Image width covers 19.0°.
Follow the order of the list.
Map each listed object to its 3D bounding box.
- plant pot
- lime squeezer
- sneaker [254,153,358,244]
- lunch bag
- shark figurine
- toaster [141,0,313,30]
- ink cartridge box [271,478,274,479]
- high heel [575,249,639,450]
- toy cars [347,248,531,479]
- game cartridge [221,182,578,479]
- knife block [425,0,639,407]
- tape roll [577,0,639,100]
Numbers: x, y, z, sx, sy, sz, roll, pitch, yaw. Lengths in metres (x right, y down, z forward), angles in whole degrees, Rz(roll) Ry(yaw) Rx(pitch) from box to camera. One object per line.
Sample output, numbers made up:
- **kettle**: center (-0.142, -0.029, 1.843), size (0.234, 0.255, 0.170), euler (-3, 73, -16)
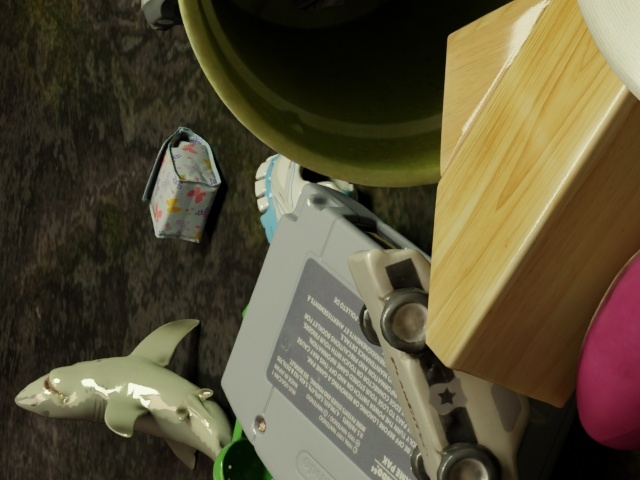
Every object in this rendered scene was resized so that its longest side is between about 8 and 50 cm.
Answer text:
- **plant pot**: center (0.024, -0.199, 1.208), size (0.254, 0.276, 0.276), euler (-128, 45, -69)
- **lime squeezer**: center (-0.029, 0.196, 1.512), size (0.110, 0.059, 0.310), euler (-41, 45, 17)
- **sneaker**: center (0.000, 0.000, 1.425), size (0.083, 0.071, 0.191), euler (-45, 50, 47)
- **lunch bag**: center (-0.125, -0.050, 1.695), size (0.083, 0.053, 0.071), euler (-106, 31, -48)
- **shark figurine**: center (-0.120, 0.179, 1.662), size (0.278, 0.166, 0.116), euler (34, 147, 40)
- **toaster**: center (-0.053, -0.251, 1.459), size (0.227, 0.129, 0.146), euler (-18, 76, 57)
- **ink cartridge box**: center (-0.002, 0.238, 1.379), size (0.206, 0.045, 0.208), euler (-45, 46, 29)
- **high heel**: center (0.243, 0.055, 0.874), size (0.377, 0.127, 0.181), euler (124, 137, -51)
- **toy cars**: center (0.121, 0.155, 1.053), size (0.176, 0.087, 0.394), euler (79, 169, -51)
- **game cartridge**: center (0.044, 0.109, 1.277), size (0.294, 0.060, 0.196), euler (40, 113, 46)
- **knife block**: center (0.170, -0.073, 0.982), size (0.242, 0.088, 0.276), euler (-22, 55, 49)
- **tape roll**: center (0.257, -0.205, 0.788), size (0.392, 0.072, 0.392), euler (-28, 52, 44)
